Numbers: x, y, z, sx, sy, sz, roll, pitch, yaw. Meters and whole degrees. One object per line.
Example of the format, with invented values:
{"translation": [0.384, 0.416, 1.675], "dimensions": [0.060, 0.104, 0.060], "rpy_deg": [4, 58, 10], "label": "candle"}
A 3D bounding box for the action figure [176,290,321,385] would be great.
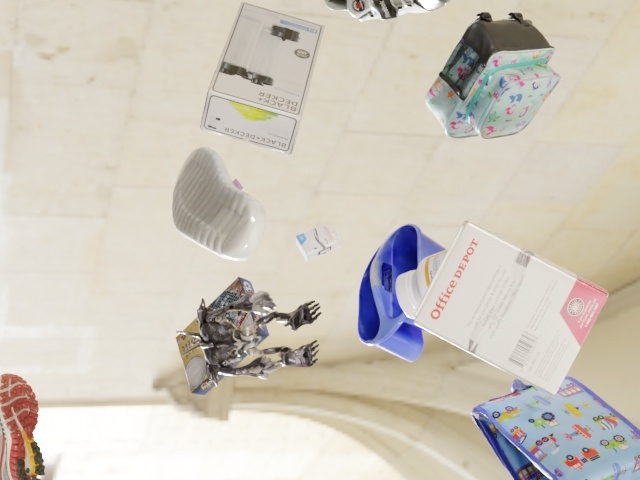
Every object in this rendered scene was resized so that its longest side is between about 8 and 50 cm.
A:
{"translation": [-0.122, 0.176, 2.013], "dimensions": [0.275, 0.141, 0.164], "rpy_deg": [-4, -89, 36], "label": "action figure"}

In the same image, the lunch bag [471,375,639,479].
{"translation": [0.433, 0.356, 2.051], "dimensions": [0.293, 0.220, 0.138], "rpy_deg": [52, -31, 41], "label": "lunch bag"}

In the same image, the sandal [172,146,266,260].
{"translation": [-0.190, -0.053, 2.171], "dimensions": [0.169, 0.102, 0.416], "rpy_deg": [-58, -149, 10], "label": "sandal"}

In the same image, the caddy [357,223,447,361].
{"translation": [0.190, 0.116, 2.638], "dimensions": [0.241, 0.179, 0.341], "rpy_deg": [-46, -156, 33], "label": "caddy"}

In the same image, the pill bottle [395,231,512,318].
{"translation": [0.285, 0.083, 2.324], "dimensions": [0.245, 0.136, 0.136], "rpy_deg": [-21, -117, 30], "label": "pill bottle"}

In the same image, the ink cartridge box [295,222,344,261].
{"translation": [0.000, 0.000, 2.150], "dimensions": [0.048, 0.083, 0.028], "rpy_deg": [60, -15, 27], "label": "ink cartridge box"}

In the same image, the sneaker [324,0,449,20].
{"translation": [0.140, -0.528, 2.444], "dimensions": [0.330, 0.146, 0.122], "rpy_deg": [14, -41, 50], "label": "sneaker"}

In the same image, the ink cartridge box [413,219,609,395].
{"translation": [0.334, 0.114, 1.998], "dimensions": [0.207, 0.283, 0.117], "rpy_deg": [-63, 176, 5], "label": "ink cartridge box"}

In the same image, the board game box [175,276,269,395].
{"translation": [-0.231, 0.222, 2.602], "dimensions": [0.243, 0.042, 0.165], "rpy_deg": [-43, -132, 25], "label": "board game box"}

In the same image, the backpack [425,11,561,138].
{"translation": [0.345, -0.314, 2.286], "dimensions": [0.191, 0.225, 0.253], "rpy_deg": [60, -42, 21], "label": "backpack"}

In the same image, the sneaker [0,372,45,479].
{"translation": [-0.589, 0.363, 2.116], "dimensions": [0.092, 0.088, 0.225], "rpy_deg": [-15, -104, 34], "label": "sneaker"}

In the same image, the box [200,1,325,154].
{"translation": [-0.097, -0.292, 1.992], "dimensions": [0.290, 0.169, 0.087], "rpy_deg": [-76, -176, -46], "label": "box"}
